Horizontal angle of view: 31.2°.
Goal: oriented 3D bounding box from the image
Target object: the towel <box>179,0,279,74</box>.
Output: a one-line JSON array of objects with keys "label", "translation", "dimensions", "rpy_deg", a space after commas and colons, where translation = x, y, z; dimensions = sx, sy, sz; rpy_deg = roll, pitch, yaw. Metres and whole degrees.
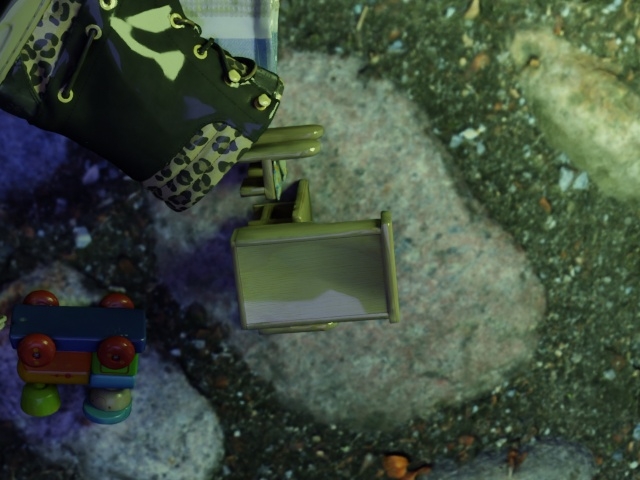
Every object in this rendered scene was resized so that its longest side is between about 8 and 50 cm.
[{"label": "towel", "translation": [-0.145, -0.303, 1.234], "dimensions": [0.209, 0.034, 0.285], "rpy_deg": [-2, 109, -9]}]

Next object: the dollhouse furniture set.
[{"label": "dollhouse furniture set", "translation": [0.000, 0.000, 1.249], "dimensions": [0.161, 0.242, 0.212], "rpy_deg": [-5, 109, 4]}]

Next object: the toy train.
[{"label": "toy train", "translation": [-0.331, 0.142, 1.324], "dimensions": [0.248, 0.105, 0.143], "rpy_deg": [3, 121, -12]}]

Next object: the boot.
[{"label": "boot", "translation": [-0.154, -0.234, 1.170], "dimensions": [0.284, 0.138, 0.377], "rpy_deg": [37, 91, -25]}]
